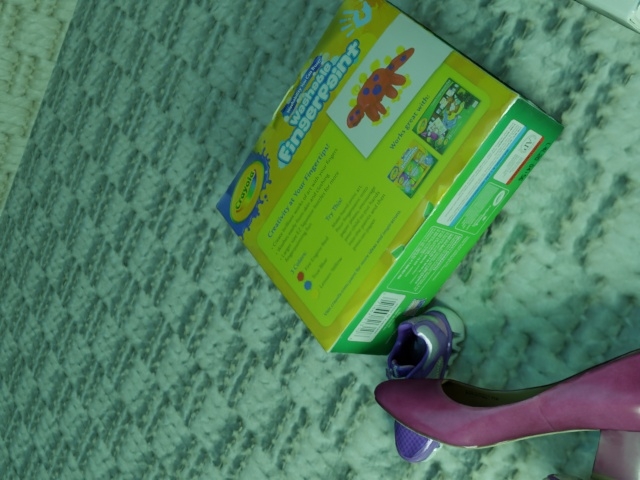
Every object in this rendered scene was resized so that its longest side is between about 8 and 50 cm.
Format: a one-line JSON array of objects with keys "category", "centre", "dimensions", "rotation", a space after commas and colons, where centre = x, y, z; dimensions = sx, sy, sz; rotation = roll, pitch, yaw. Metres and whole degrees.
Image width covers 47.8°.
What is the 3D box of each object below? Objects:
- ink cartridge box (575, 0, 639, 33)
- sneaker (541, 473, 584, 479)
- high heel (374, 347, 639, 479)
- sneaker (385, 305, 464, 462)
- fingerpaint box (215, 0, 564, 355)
[{"category": "ink cartridge box", "centre": [0.374, -0.408, 0.931], "dimensions": [0.273, 0.114, 0.198], "rotation": [48, 117, 37]}, {"category": "sneaker", "centre": [0.350, 0.390, 0.795], "dimensions": [0.305, 0.114, 0.152], "rotation": [39, 110, 40]}, {"category": "high heel", "centre": [0.253, 0.179, 0.926], "dimensions": [0.377, 0.127, 0.181], "rotation": [8, 99, 21]}, {"category": "sneaker", "centre": [0.139, 0.214, 1.075], "dimensions": [0.095, 0.104, 0.237], "rotation": [11, 93, 43]}, {"category": "fingerpaint box", "centre": [0.082, -0.108, 1.129], "dimensions": [0.371, 0.163, 0.445], "rotation": [48, 113, 36]}]
